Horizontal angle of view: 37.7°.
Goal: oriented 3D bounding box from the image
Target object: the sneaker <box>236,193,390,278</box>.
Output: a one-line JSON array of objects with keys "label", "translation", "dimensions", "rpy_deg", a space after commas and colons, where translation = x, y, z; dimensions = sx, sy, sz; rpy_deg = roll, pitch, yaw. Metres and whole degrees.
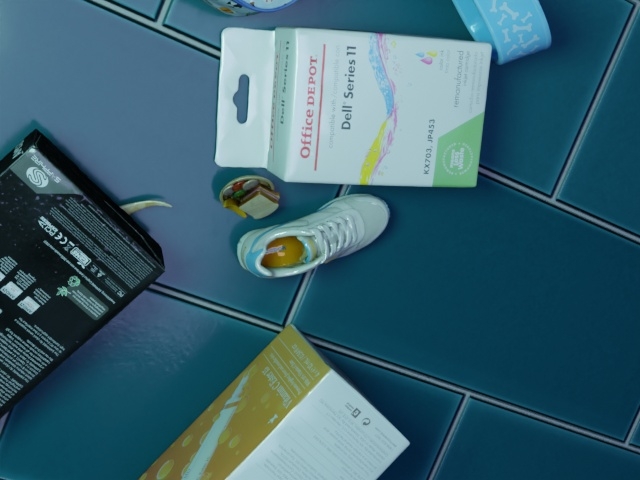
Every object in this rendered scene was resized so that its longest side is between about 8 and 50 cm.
[{"label": "sneaker", "translation": [0.000, 0.000, 1.329], "dimensions": [0.228, 0.092, 0.087], "rpy_deg": [-22, 106, -14]}]

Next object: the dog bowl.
[{"label": "dog bowl", "translation": [0.211, -0.372, 1.283], "dimensions": [0.074, 0.166, 0.297], "rpy_deg": [-31, 110, 4]}]

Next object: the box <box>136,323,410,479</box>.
[{"label": "box", "translation": [-0.081, 0.318, 1.309], "dimensions": [0.345, 0.215, 0.168], "rpy_deg": [-46, 111, -4]}]

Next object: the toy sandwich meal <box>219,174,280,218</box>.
[{"label": "toy sandwich meal", "translation": [-0.098, -0.058, 1.298], "dimensions": [0.085, 0.029, 0.086], "rpy_deg": [-11, 150, -7]}]

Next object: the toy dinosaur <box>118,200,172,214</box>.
[{"label": "toy dinosaur", "translation": [-0.300, -0.028, 1.258], "dimensions": [0.183, 0.053, 0.093], "rpy_deg": [-36, 124, -5]}]

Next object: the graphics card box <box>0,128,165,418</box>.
[{"label": "graphics card box", "translation": [-0.407, 0.068, 1.182], "dimensions": [0.371, 0.094, 0.233], "rpy_deg": [-42, 113, 6]}]

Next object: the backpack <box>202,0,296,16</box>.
[{"label": "backpack", "translation": [-0.098, -0.415, 1.153], "dimensions": [0.263, 0.213, 0.276], "rpy_deg": [41, 85, -32]}]

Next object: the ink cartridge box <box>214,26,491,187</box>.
[{"label": "ink cartridge box", "translation": [0.042, -0.183, 1.286], "dimensions": [0.353, 0.119, 0.207], "rpy_deg": [0, 103, -17]}]
